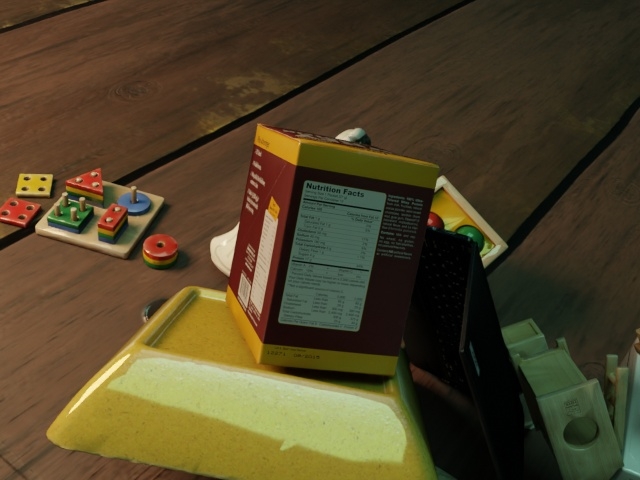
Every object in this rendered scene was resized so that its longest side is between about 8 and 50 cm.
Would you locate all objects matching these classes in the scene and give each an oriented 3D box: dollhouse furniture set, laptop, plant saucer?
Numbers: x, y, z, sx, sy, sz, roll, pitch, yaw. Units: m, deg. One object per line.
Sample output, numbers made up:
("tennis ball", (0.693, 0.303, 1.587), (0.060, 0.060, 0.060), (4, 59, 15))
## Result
("dollhouse furniture set", (0.289, 0.142, 0.760), (0.160, 0.101, 0.182), (-19, 13, 7))
("laptop", (0.114, 0.117, 0.754), (0.136, 0.234, 0.264), (-36, 32, -26))
("plant saucer", (-0.049, 0.128, 0.745), (0.332, 0.081, 0.333), (10, 10, 0))

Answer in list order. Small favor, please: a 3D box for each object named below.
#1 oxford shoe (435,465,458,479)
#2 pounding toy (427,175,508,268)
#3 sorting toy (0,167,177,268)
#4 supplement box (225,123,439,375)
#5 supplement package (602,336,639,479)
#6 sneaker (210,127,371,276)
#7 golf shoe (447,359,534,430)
("oxford shoe", (0.097, 0.286, 0.627), (0.169, 0.130, 0.449), (7, 11, -38))
("pounding toy", (0.102, 0.012, 0.972), (0.206, 0.094, 0.181), (-39, 82, -15))
("sorting toy", (-0.312, -0.050, 1.038), (0.274, 0.046, 0.132), (15, 40, 6))
("supplement box", (0.000, 0.000, 0.721), (0.129, 0.194, 0.191), (8, 10, -18))
("supplement package", (0.425, 0.252, 0.777), (0.261, 0.145, 0.204), (22, 42, 12))
("sneaker", (-0.035, -0.055, 1.022), (0.118, 0.110, 0.292), (23, 60, 35))
("golf shoe", (0.194, 0.148, 0.894), (0.069, 0.086, 0.176), (-23, 49, -31))
